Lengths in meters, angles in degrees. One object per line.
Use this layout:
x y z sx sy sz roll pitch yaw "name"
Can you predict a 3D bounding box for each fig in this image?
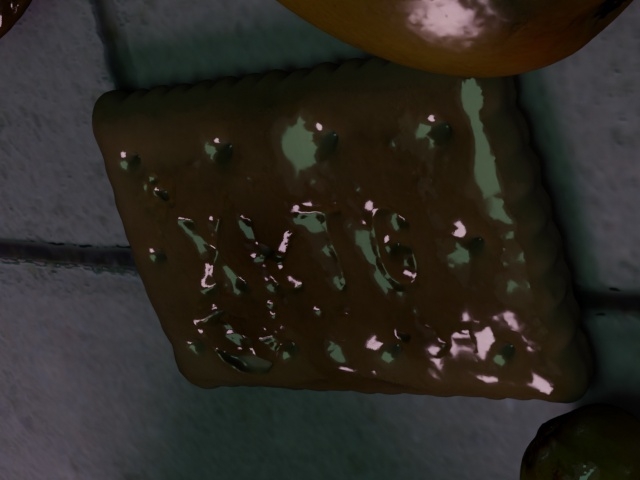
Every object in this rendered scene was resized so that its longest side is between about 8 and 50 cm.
0.158 0.138 0.973 0.098 0.082 0.084 43 102 -10 "fig"

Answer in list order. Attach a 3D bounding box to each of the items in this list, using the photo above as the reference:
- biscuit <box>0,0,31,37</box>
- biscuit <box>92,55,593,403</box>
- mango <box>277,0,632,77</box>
-0.300 -0.249 1.093 0.317 0.040 0.318 8 112 22 "biscuit"
0.000 0.000 1.043 0.324 0.044 0.217 -1 116 41 "biscuit"
0.031 -0.196 0.806 0.317 0.173 0.211 33 133 30 "mango"
